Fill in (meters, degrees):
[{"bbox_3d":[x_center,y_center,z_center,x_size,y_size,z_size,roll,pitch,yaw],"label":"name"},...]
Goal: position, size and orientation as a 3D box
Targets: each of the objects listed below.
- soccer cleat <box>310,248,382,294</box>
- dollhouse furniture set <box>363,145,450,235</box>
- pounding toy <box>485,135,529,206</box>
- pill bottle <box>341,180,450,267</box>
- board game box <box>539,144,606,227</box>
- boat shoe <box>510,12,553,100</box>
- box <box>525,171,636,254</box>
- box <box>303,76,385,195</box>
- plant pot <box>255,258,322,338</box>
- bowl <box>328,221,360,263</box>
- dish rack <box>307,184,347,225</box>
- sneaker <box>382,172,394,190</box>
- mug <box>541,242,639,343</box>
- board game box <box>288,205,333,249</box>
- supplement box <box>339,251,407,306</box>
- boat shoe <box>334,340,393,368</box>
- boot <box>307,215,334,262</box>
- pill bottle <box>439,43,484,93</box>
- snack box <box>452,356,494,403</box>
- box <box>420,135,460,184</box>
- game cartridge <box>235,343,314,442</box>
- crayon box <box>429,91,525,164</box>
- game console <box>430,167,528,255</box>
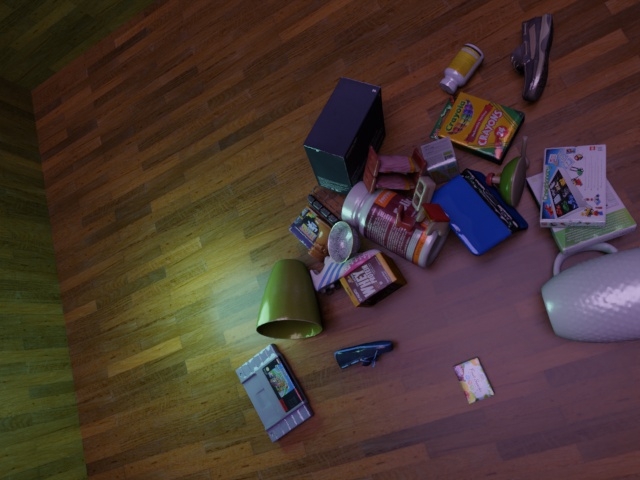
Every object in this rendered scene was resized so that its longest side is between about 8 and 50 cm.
[{"bbox_3d":[0.098,0.100,1.879,0.331,0.116,0.143,-33,70,15],"label":"soccer cleat"},{"bbox_3d":[0.307,-0.186,1.603,0.201,0.152,0.374,-2,39,-14],"label":"dollhouse furniture set"},{"bbox_3d":[0.686,-0.244,1.644,0.110,0.183,0.237,12,70,34],"label":"pounding toy"},{"bbox_3d":[0.295,-0.075,1.768,0.391,0.224,0.224,30,93,24],"label":"pill bottle"},{"bbox_3d":[0.875,-0.189,1.541,0.192,0.053,0.306,2,65,30],"label":"board game box"},{"bbox_3d":[0.811,-0.699,1.724,0.130,0.132,0.356,7,75,33],"label":"boat shoe"},{"bbox_3d":[0.902,-0.130,1.565,0.232,0.058,0.322,-22,55,18],"label":"box"},{"bbox_3d":[0.111,-0.411,1.804,0.178,0.313,0.344,22,73,19],"label":"box"},{"bbox_3d":[-0.132,0.240,1.896,0.274,0.275,0.294,-13,60,20],"label":"plant pot"},{"bbox_3d":[0.109,0.010,1.815,0.170,0.080,0.170,-10,78,55],"label":"bowl"},{"bbox_3d":[0.084,-0.219,1.967,0.208,0.074,0.272,42,97,22],"label":"dish rack"},{"bbox_3d":[0.280,-0.270,1.897,0.067,0.064,0.175,-24,75,7],"label":"sneaker"},{"bbox_3d":[0.915,0.157,1.469,0.327,0.276,0.375,-19,44,26],"label":"mug"},{"bbox_3d":[-0.040,-0.050,2.000,0.170,0.048,0.141,43,97,23],"label":"board game box"},{"bbox_3d":[0.215,0.163,1.778,0.194,0.191,0.129,-36,69,14],"label":"supplement box"},{"bbox_3d":[0.184,0.465,1.803,0.258,0.109,0.089,-21,80,35],"label":"boat shoe"},{"bbox_3d":[0.000,0.000,1.906,0.152,0.197,0.073,-41,27,7],"label":"boot"},{"bbox_3d":[0.573,-0.698,1.822,0.103,0.103,0.184,40,97,23],"label":"pill bottle"},{"bbox_3d":[0.568,0.519,1.653,0.100,0.037,0.141,-27,72,15],"label":"snack box"},{"bbox_3d":[0.473,-0.307,1.743,0.114,0.203,0.103,-17,74,19],"label":"box"},{"bbox_3d":[-0.203,0.659,1.944,0.230,0.068,0.355,-41,68,16],"label":"game cartridge"},{"bbox_3d":[0.613,-0.457,1.777,0.318,0.081,0.203,28,93,25],"label":"crayon box"},{"bbox_3d":[0.591,-0.107,1.662,0.173,0.250,0.293,-46,67,29],"label":"game console"}]
